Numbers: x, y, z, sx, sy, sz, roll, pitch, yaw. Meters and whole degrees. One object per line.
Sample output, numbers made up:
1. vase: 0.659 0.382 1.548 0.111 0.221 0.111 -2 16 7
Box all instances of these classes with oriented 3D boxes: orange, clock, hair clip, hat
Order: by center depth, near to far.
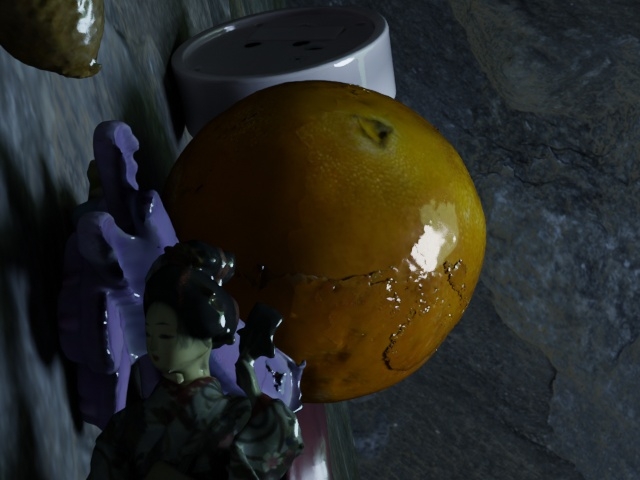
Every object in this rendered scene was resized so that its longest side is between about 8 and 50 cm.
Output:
1. hair clip: -0.089 0.046 0.604 0.278 0.090 0.137 61 32 -57
2. orange: 0.000 0.000 0.813 0.240 0.240 0.239 -9 90 -86
3. hat: -0.033 0.208 0.947 0.205 0.089 0.205 174 -90 -90
4. clock: -0.033 -0.151 1.007 0.197 0.197 0.068 -92 173 -62

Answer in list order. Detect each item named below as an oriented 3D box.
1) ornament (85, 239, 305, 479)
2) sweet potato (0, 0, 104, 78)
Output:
1. ornament: -0.048 0.094 0.458 0.153 0.166 0.196 21 58 -75
2. sweet potato: -0.136 -0.213 0.389 0.341 0.092 0.114 75 23 -51
